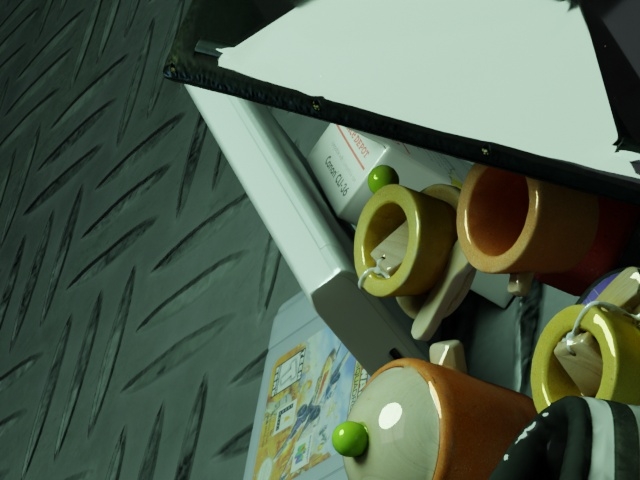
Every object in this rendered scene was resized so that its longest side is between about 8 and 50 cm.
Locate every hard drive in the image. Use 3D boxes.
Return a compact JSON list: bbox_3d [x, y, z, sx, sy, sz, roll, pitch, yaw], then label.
[{"bbox_3d":[0.000,0.000,1.326,0.040,0.203,0.307,-35,41,4],"label":"hard drive"}]

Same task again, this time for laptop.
[{"bbox_3d":[0.183,-0.202,1.050,0.382,0.236,0.408,18,82,42],"label":"laptop"}]

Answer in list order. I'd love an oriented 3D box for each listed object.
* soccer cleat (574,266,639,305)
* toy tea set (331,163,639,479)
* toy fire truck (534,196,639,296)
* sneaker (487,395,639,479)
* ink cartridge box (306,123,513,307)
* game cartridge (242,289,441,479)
[{"bbox_3d":[0.163,0.161,1.017,0.116,0.109,0.318,117,172,-75],"label":"soccer cleat"},{"bbox_3d":[0.062,0.010,1.016,0.200,0.124,0.336,-52,41,37],"label":"toy tea set"},{"bbox_3d":[0.219,-0.101,1.201,0.254,0.169,0.302,98,-164,-82],"label":"toy fire truck"},{"bbox_3d":[0.146,0.264,0.724,0.169,0.257,0.447,-45,39,42],"label":"sneaker"},{"bbox_3d":[0.063,-0.039,1.355,0.067,0.198,0.115,-55,24,13],"label":"ink cartridge box"},{"bbox_3d":[0.016,0.134,1.447,0.198,0.062,0.297,-42,30,46],"label":"game cartridge"}]
